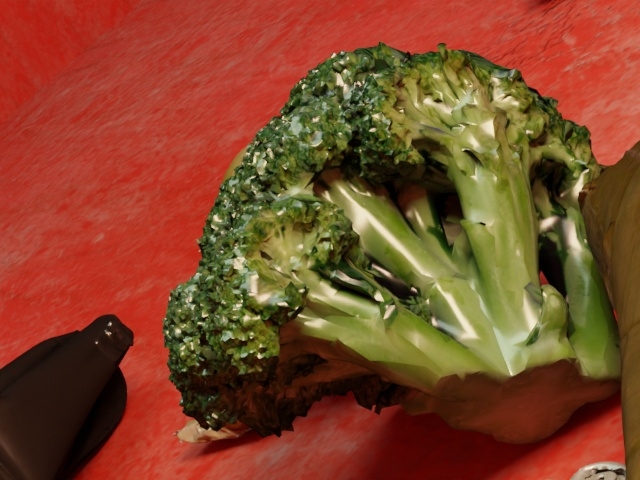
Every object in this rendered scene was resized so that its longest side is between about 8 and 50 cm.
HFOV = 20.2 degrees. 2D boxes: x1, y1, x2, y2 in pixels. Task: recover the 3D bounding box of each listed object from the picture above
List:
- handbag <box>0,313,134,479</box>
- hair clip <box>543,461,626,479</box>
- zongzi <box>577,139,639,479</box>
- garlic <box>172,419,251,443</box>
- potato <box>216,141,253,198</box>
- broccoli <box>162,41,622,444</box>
[{"bbox_3d":[-0.278,0.182,1.416,0.285,0.113,0.257,-36,11,29],"label":"handbag"},{"bbox_3d":[0.085,0.170,0.866,0.172,0.049,0.116,-24,34,15],"label":"hair clip"},{"bbox_3d":[0.162,0.063,0.830,0.300,0.145,0.274,-50,16,-14],"label":"zongzi"},{"bbox_3d":[-0.062,0.093,1.273,0.074,0.094,0.113,-10,4,-28],"label":"garlic"},{"bbox_3d":[-0.005,0.001,1.251,0.137,0.155,0.200,3,23,12],"label":"potato"},{"bbox_3d":[0.054,0.020,1.030,0.294,0.265,0.245,-13,42,-18],"label":"broccoli"}]
